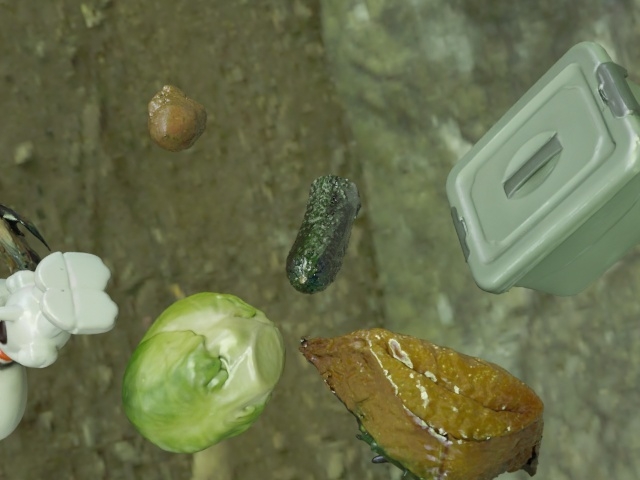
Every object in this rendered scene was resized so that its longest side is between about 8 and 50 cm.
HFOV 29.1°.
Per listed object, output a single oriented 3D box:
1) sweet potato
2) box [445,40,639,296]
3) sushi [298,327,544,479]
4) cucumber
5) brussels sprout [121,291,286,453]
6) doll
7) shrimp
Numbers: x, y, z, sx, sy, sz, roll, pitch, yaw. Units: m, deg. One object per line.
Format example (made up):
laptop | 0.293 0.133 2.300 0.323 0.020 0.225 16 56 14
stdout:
sweet potato | -0.146 -0.126 1.255 0.206 0.060 0.068 -117 -170 -82
box | 0.183 -0.041 0.882 0.093 0.172 0.124 18 42 -32
sushi | 0.109 0.189 1.275 0.140 0.287 0.149 123 -18 -60
cucumber | 0.002 0.002 1.391 0.245 0.067 0.067 -73 147 -61
brussels sprout | -0.100 0.114 1.066 0.155 0.155 0.117 -89 153 -54
doll | -0.314 0.081 1.261 0.144 0.271 0.208 9 42 -42
shrimp | -0.364 0.001 1.459 0.152 0.046 0.219 32 -21 37
